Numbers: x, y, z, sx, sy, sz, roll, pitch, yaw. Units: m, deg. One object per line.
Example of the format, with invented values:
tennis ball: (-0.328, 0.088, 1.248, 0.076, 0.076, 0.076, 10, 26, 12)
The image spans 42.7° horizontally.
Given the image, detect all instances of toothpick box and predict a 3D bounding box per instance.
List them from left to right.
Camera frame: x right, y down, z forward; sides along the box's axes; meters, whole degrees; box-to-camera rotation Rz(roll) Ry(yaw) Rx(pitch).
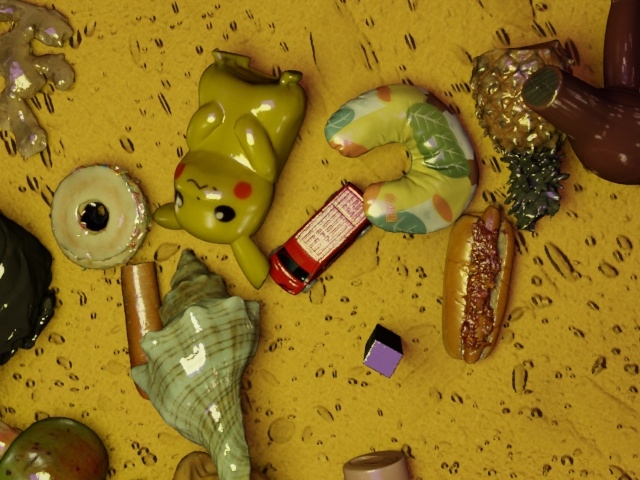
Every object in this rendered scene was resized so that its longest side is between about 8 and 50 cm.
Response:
toothpick box: (0.095, 0.406, 1.240, 0.098, 0.098, 0.149, -12, 90, 5)

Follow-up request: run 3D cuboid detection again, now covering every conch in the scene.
conch: (-0.183, 0.174, 1.190, 0.203, 0.169, 0.386, -27, 44, 22)

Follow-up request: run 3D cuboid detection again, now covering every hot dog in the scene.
hot dog: (0.236, 0.063, 1.237, 0.102, 0.076, 0.249, 9, 92, 8)

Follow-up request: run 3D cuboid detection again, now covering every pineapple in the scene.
pineapple: (0.301, -0.143, 1.195, 0.158, 0.158, 0.278, -6, 94, 5)

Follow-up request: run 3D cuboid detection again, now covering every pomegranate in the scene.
pomegranate: (-0.433, 0.342, 1.250, 0.210, 0.180, 0.180, 39, 93, 1)

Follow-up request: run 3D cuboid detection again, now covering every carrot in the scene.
carrot: (-0.273, 0.146, 1.287, 0.067, 0.067, 0.225, -8, 87, 5)

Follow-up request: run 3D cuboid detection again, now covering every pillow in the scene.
pillow: (0.128, -0.121, 1.215, 0.214, 0.086, 0.233, -24, 89, -21)

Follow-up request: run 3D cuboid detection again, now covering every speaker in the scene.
speaker: (0.092, 0.158, 1.191, 0.046, 0.191, 0.040, 28, 92, 3)

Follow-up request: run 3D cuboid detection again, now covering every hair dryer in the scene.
hair dryer: (0.391, -0.261, 1.121, 0.123, 0.313, 0.340, -9, 67, 45)

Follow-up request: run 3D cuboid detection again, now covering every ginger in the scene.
ginger: (-0.457, -0.264, 1.302, 0.149, 0.065, 0.258, -12, 87, 3)

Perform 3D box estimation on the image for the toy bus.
toy bus: (0.000, 0.000, 1.249, 0.195, 0.089, 0.081, -44, 87, 4)

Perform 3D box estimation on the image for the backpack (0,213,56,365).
backpack: (-0.623, 0.141, 1.228, 0.363, 0.255, 0.445, 22, 78, 3)

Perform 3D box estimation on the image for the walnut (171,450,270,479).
walnut: (-0.154, 0.427, 1.184, 0.224, 0.257, 0.257, -15, 89, 5)

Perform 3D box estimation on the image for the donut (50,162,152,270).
donut: (-0.341, -0.037, 1.282, 0.175, 0.068, 0.174, 1, 93, 14)

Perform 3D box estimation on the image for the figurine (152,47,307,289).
figurine: (-0.138, -0.116, 1.225, 0.218, 0.169, 0.326, 21, 90, 20)

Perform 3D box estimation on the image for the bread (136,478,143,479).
bread: (-0.287, 0.508, 1.192, 0.236, 0.263, 0.198, 44, 99, 6)
